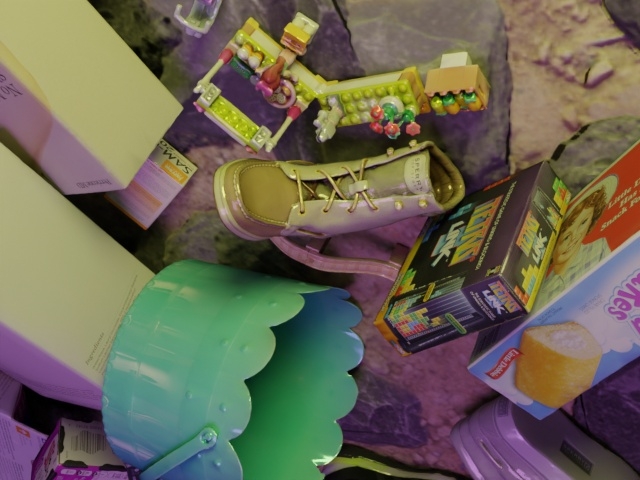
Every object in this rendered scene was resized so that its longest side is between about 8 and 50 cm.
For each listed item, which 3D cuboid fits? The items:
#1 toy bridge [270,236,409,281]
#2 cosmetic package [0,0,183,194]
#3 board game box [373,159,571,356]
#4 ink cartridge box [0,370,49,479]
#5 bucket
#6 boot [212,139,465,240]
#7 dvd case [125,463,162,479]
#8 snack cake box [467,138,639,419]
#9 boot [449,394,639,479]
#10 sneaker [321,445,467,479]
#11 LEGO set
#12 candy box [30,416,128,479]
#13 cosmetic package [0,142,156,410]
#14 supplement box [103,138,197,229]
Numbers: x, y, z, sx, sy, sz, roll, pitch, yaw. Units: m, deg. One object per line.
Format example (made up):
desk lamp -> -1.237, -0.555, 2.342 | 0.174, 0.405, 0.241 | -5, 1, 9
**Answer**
toy bridge -> 0.000, 0.000, 1.011 | 0.188, 0.063, 0.026 | 24, 135, 8
cosmetic package -> -0.294, -0.185, 0.909 | 0.160, 0.113, 0.309 | -2, 138, 46
board game box -> 0.137, 0.015, 0.877 | 0.141, 0.170, 0.048 | -28, 111, 40
ink cartridge box -> -0.516, 0.280, 1.498 | 0.330, 0.071, 0.324 | 22, 144, 6
bucket -> -0.090, 0.156, 1.060 | 0.183, 0.281, 0.281 | 14, 134, 25
boot -> 0.021, -0.047, 0.883 | 0.165, 0.213, 0.077 | -10, 81, 32
dvd case -> -0.128, 0.320, 1.299 | 0.238, 0.030, 0.179 | -8, 133, -10
snack cake box -> 0.248, 0.022, 0.839 | 0.089, 0.152, 0.264 | 35, 136, -5
boot -> 0.265, 0.276, 1.109 | 0.258, 0.095, 0.123 | 46, 140, -4
sneaker -> 0.098, 0.338, 1.235 | 0.234, 0.097, 0.084 | 12, 133, 18
LEGO set -> -0.004, -0.130, 0.867 | 0.286, 0.107, 0.132 | 24, 135, 7
candy box -> -0.263, 0.316, 1.348 | 0.233, 0.071, 0.159 | 10, 142, -25
cosmetic package -> -0.324, 0.049, 1.062 | 0.196, 0.155, 0.365 | 7, 152, 32
supplement box -> -0.186, -0.063, 1.071 | 0.062, 0.036, 0.098 | 40, 135, -10
